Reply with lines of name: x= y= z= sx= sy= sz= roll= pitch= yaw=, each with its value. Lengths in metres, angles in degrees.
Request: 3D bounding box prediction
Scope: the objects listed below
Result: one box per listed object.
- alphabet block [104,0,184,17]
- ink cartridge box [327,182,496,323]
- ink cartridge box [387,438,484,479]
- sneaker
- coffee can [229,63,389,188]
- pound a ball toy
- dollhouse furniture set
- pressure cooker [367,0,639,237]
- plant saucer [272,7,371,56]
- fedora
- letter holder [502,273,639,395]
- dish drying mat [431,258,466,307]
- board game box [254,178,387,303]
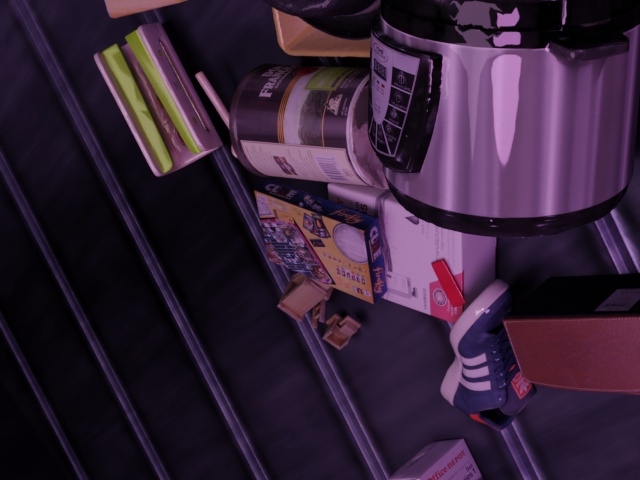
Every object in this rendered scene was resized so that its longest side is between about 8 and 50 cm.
alphabet block: x=-0.281 y=-0.525 z=2.113 sx=0.197 sy=0.192 sz=0.193 roll=-1 pitch=114 yaw=45
ink cartridge box: x=0.157 y=0.002 z=2.046 sx=0.283 sy=0.117 sz=0.207 roll=17 pitch=124 yaw=36
ink cartridge box: x=0.242 y=0.505 z=2.217 sx=0.092 sy=0.160 sz=0.219 roll=-21 pitch=98 yaw=46
sneaker: x=0.303 y=0.202 z=1.986 sx=0.148 sy=0.131 sz=0.350 roll=39 pitch=155 yaw=24
coffee can: x=0.011 y=-0.198 z=2.011 sx=0.275 sy=0.201 sz=0.201 roll=8 pitch=118 yaw=40
pound a ball toy: x=-0.267 y=-0.274 z=2.307 sx=0.208 sy=0.136 sz=0.319 roll=-27 pitch=93 yaw=22
dollhouse furniture set: x=0.041 y=0.098 z=2.256 sx=0.161 sy=0.101 sz=0.182 roll=36 pitch=138 yaw=-11
pressure cooker: x=0.259 y=-0.259 z=1.631 sx=0.370 sy=0.375 sz=0.420 roll=11 pitch=120 yaw=22
plant saucer: x=0.052 y=-0.468 z=1.910 sx=0.333 sy=0.081 sz=0.333 roll=10 pitch=119 yaw=41
fedora: x=-0.023 y=-0.448 z=1.821 sx=0.334 sy=0.152 sz=0.334 roll=21 pitch=126 yaw=33
letter holder: x=0.471 y=0.178 z=1.828 sx=0.302 sy=0.152 sz=0.214 roll=-5 pitch=111 yaw=45
dish drying mat: x=0.211 y=0.070 z=1.943 sx=0.032 sy=0.008 sz=0.083 roll=-22 pitch=99 yaw=47
board game box: x=0.000 y=0.000 z=2.053 sx=0.243 sy=0.042 sz=0.165 roll=22 pitch=137 yaw=33
